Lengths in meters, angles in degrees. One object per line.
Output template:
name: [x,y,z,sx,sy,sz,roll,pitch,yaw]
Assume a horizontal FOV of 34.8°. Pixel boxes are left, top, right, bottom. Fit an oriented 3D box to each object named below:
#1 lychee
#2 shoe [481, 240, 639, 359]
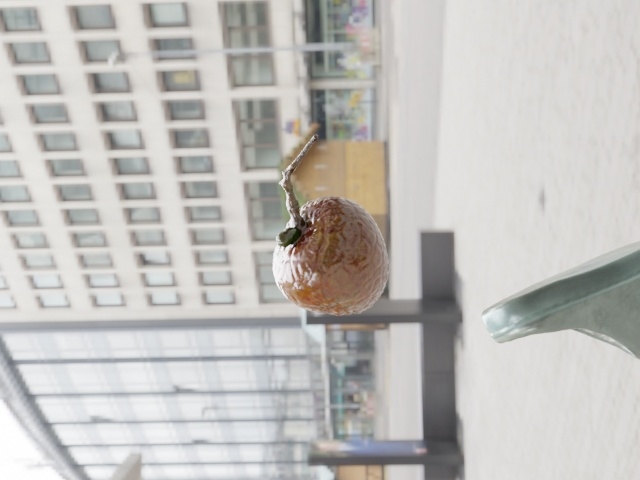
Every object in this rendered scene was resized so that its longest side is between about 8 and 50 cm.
lychee: [0.002,0.003,0.897,0.114,0.140,0.101,-49,4,-10]
shoe: [0.215,0.048,0.737,0.079,0.195,0.078,150,103,-84]
